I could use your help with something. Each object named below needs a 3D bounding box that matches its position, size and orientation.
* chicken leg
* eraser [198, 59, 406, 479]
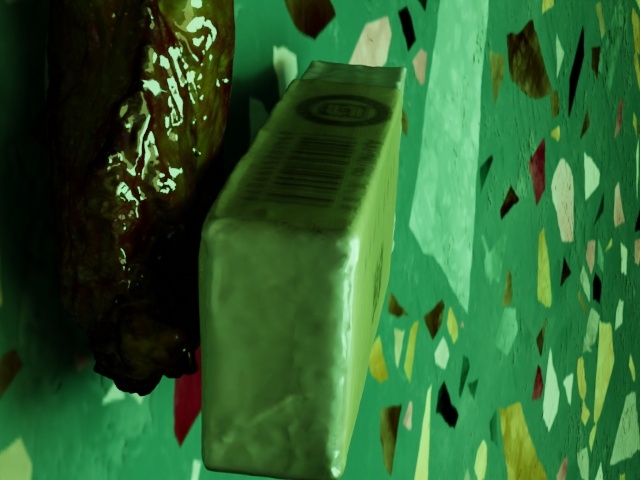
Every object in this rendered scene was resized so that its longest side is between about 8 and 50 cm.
[{"bbox_3d":[-0.096,-0.110,0.750,0.158,0.096,0.407,-78,171,-60],"label":"chicken leg"},{"bbox_3d":[0.000,0.000,0.899,0.343,0.078,0.144,-68,163,-67],"label":"eraser"}]
